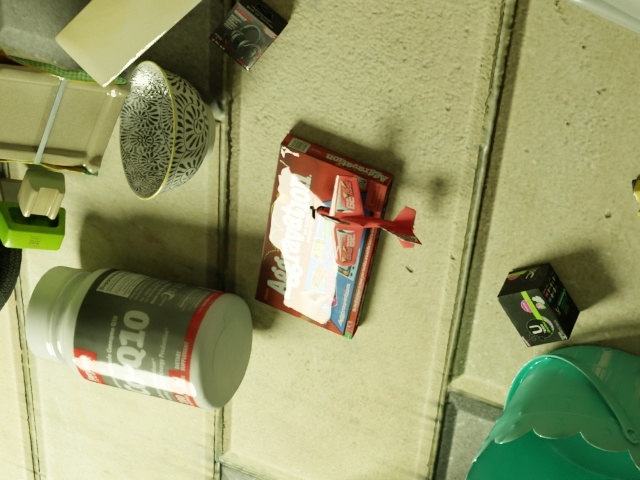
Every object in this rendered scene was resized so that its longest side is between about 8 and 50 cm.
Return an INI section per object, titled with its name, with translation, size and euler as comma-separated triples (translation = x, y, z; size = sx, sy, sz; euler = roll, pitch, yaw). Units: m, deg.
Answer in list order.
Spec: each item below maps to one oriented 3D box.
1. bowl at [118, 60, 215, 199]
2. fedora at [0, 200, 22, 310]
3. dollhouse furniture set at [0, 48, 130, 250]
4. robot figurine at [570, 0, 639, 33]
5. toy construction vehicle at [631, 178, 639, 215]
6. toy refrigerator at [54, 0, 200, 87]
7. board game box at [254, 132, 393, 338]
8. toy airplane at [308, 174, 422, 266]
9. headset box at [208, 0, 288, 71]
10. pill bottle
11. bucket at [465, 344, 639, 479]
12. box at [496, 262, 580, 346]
[bowl]
translation = -0.180, -0.134, 1.945
size = 0.080, 0.170, 0.170
euler = 0, 147, -30
[fedora]
translation = -0.590, 0.002, 2.241
size = 0.334, 0.334, 0.152
euler = 41, 170, -9
[dollhouse furniture set]
translation = -0.389, -0.149, 2.037
size = 0.197, 0.151, 0.301
euler = 6, 133, -27
[robot figurine]
translation = 0.325, -0.298, 1.442
size = 0.353, 0.200, 0.300
euler = 29, 143, 4
[toy construction vehicle]
translation = 0.396, -0.027, 1.761
size = 0.086, 0.035, 0.098
euler = -8, 123, 35
[toy refrigerator]
translation = -0.189, -0.294, 1.814
size = 0.094, 0.102, 0.269
euler = 45, 136, -12
[board game box]
translation = 0.000, 0.000, 2.019
size = 0.145, 0.027, 0.281
euler = 23, 135, 12
[toy airplane]
translation = 0.056, -0.024, 1.925
size = 0.151, 0.028, 0.151
euler = 15, 135, 16
[headset box]
translation = -0.082, -0.246, 1.844
size = 0.062, 0.032, 0.083
euler = 40, 138, -7
[pill bottle]
translation = -0.250, 0.127, 2.176
size = 0.283, 0.161, 0.161
euler = 11, 132, 22
[bucket]
translation = 0.331, 0.275, 1.959
size = 0.281, 0.183, 0.281
euler = 15, 133, 17
[box]
translation = 0.264, 0.078, 1.918
size = 0.062, 0.052, 0.083
euler = -16, 120, 38
